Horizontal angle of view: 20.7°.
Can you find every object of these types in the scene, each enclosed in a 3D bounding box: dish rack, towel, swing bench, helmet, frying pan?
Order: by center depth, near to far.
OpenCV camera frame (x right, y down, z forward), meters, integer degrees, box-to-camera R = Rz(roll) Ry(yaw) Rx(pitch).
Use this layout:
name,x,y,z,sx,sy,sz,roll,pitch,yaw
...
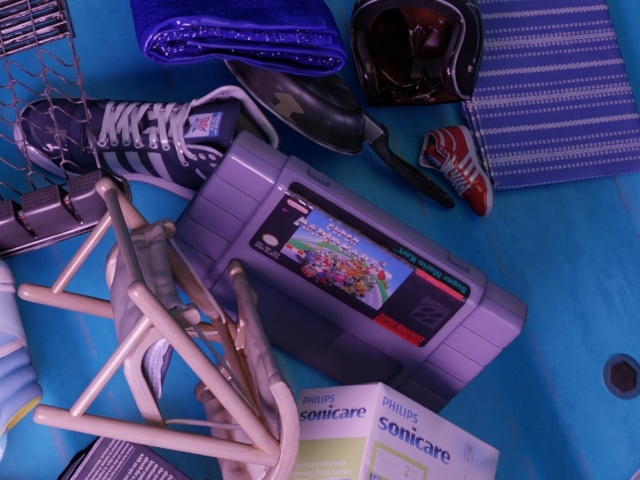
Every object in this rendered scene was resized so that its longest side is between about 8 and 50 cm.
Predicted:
name,x,y,z,sx,sy,sz,roll,pitch,yaw
swing bench,-0.140,0.106,1.699,0.254,0.253,0.165,32,104,-26
dish rack,-0.326,-0.125,1.820,0.208,0.074,0.272,-17,70,5
towel,-0.107,-0.301,1.921,0.227,0.076,0.308,3,40,-21
frying pan,0.026,-0.129,1.942,0.326,0.053,0.197,38,19,-3
helmet,0.110,-0.237,2.005,0.169,0.169,0.162,-4,91,-22
towel,0.259,-0.228,2.139,0.243,0.040,0.336,-9,78,-24

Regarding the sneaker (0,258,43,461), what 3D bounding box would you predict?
name,x,y,z,sx,sy,sz,roll,pitch,yaw
sneaker,-0.417,0.155,1.703,0.319,0.127,0.208,-20,79,-24

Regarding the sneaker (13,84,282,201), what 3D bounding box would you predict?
name,x,y,z,sx,sy,sz,roll,pitch,yaw
sneaker,-0.178,-0.115,1.865,0.282,0.153,0.099,14,68,-16

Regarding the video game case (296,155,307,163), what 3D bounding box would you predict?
name,x,y,z,sx,sy,sz,roll,pitch,yaw
video game case,0.000,0.000,1.971,0.166,0.015,0.119,42,64,-3

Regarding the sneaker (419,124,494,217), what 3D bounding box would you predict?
name,x,y,z,sx,sy,sz,roll,pitch,yaw
sneaker,0.156,-0.079,2.035,0.067,0.042,0.118,-5,66,-36

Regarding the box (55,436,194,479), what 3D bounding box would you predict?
name,x,y,z,sx,sy,sz,roll,pitch,yaw
box,-0.170,0.295,1.733,0.207,0.153,0.108,37,63,-7

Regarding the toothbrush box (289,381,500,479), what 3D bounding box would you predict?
name,x,y,z,sx,sy,sz,roll,pitch,yaw
toothbrush box,0.056,0.314,1.786,0.206,0.122,0.283,33,59,-38

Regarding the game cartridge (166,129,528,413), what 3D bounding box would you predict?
name,x,y,z,sx,sy,sz,roll,pitch,yaw
game cartridge,0.015,0.049,1.841,0.355,0.230,0.068,31,50,-8

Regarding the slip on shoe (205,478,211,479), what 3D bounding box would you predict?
name,x,y,z,sx,sy,sz,roll,pitch,yaw
slip on shoe,-0.078,0.300,1.822,0.135,0.051,0.041,34,78,1

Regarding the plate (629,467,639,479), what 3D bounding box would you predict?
name,x,y,z,sx,sy,sz,roll,pitch,yaw
plate,0.420,0.339,2.009,0.188,0.024,0.188,6,70,-18
